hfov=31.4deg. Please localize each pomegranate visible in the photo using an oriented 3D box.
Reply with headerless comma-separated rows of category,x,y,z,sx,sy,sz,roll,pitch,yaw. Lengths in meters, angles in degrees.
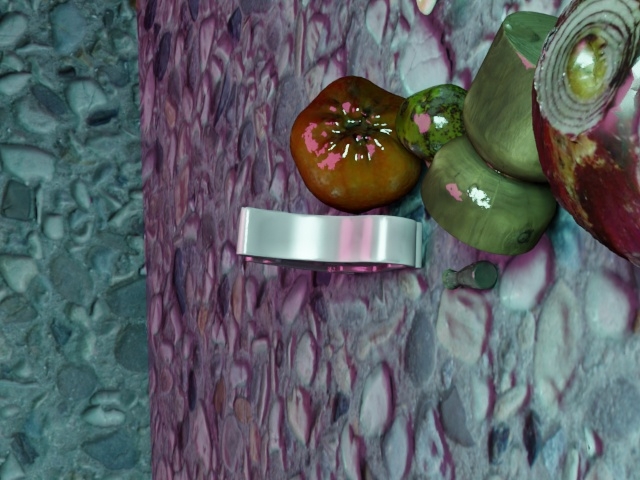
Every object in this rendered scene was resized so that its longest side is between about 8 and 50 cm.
pomegranate,0.175,-0.154,1.707,0.138,0.125,0.163,21,106,52

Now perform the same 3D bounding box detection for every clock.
clock,0.000,0.000,1.877,0.275,0.290,0.080,-7,78,58

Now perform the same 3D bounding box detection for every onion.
onion,0.340,-0.143,1.150,0.260,0.281,0.337,25,109,61

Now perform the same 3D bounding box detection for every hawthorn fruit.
hawthorn fruit,0.059,-0.145,1.880,0.261,0.224,0.224,103,165,-73

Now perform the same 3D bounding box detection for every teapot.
teapot,0.217,0.054,1.683,0.110,0.042,0.043,165,108,-69

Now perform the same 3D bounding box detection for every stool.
stool,0.258,-0.135,1.456,0.179,0.179,0.264,-111,35,-44

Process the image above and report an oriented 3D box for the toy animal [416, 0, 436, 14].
toy animal,0.175,-0.469,1.739,0.282,0.138,0.140,-50,11,46
